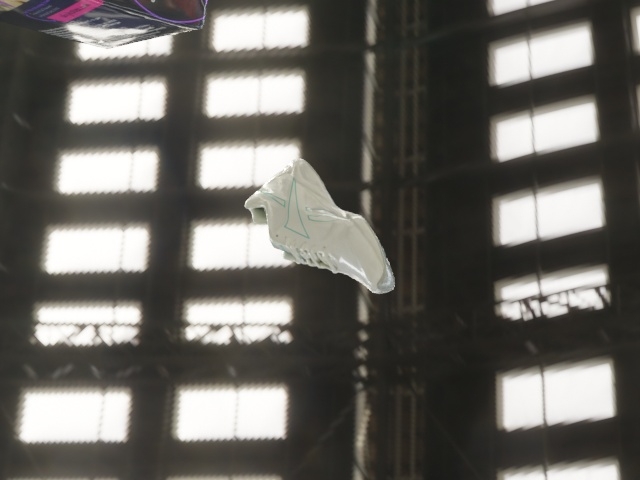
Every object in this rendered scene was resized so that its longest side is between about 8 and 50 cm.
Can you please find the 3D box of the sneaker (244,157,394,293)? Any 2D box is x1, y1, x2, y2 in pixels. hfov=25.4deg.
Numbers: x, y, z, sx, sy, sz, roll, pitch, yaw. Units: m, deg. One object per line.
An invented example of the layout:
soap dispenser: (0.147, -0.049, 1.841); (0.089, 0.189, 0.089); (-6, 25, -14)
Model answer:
sneaker: (0.000, 0.000, 1.038); (0.061, 0.054, 0.152); (-33, -135, -13)

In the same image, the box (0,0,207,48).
box: (-0.219, -0.249, 1.004); (0.143, 0.270, 0.165); (0, -99, 52)
